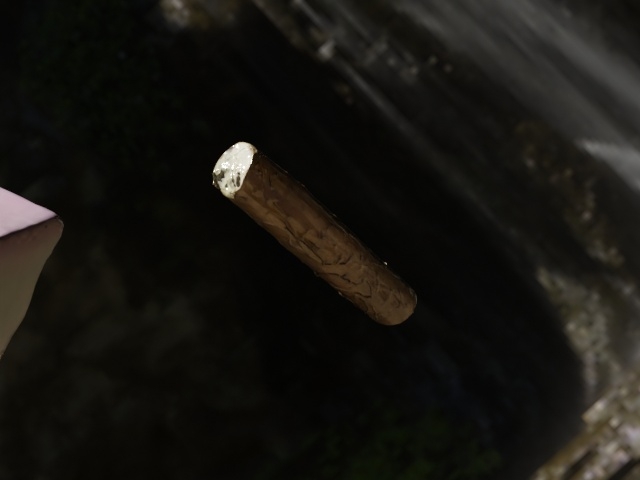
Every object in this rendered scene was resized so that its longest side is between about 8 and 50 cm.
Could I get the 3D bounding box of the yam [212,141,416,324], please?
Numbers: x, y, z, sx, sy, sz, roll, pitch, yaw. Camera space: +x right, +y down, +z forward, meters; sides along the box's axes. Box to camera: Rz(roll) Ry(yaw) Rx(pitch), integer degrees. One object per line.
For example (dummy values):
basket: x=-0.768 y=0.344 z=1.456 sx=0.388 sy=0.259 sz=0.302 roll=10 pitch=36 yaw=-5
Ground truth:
yam: x=0.000 y=0.000 z=0.898 sx=0.032 sy=0.032 sz=0.145 roll=-43 pitch=-50 yaw=7

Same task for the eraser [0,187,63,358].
eraser: x=-0.367 y=-0.013 z=0.979 sx=0.272 sy=0.359 sz=0.122 roll=-29 pitch=-37 yaw=-65
